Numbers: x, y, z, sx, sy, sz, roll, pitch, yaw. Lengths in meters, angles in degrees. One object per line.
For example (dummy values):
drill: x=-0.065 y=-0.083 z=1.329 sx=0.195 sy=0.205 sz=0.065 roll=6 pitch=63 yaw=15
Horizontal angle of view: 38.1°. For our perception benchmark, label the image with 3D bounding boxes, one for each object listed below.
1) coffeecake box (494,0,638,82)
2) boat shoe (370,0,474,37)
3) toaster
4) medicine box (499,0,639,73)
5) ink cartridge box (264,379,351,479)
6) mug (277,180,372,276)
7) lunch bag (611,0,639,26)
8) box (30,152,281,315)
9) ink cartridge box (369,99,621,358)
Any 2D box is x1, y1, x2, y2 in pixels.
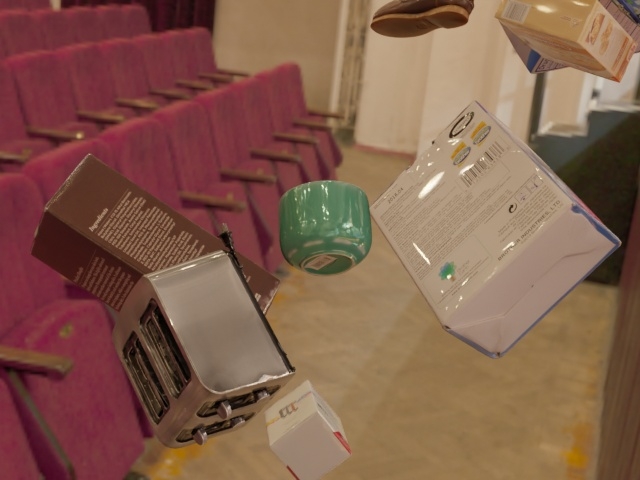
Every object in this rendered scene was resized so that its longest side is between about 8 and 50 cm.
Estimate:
coffeecake box: x=0.367 y=-0.311 z=1.378 sx=0.142 sy=0.068 sz=0.185 roll=29 pitch=8 yaw=37
boat shoe: x=0.176 y=-0.395 z=1.581 sx=0.207 sy=0.073 sz=0.073 roll=2 pitch=-15 yaw=43
toaster: x=-0.129 y=0.111 z=0.985 sx=0.110 sy=0.168 sz=0.186 roll=-17 pitch=69 yaw=-35
medicine box: x=0.508 y=-0.455 z=1.652 sx=0.289 sy=0.263 sz=0.149 roll=-14 pitch=65 yaw=-21
ink cartridge box: x=-0.030 y=0.405 z=1.963 sx=0.127 sy=0.128 sz=0.176 roll=-37 pitch=14 yaw=3
mug: x=0.008 y=-0.003 z=1.292 sx=0.129 sy=0.097 sz=0.158 roll=-7 pitch=-27 yaw=5
lunch bag: x=0.523 y=-0.432 z=1.385 sx=0.176 sy=0.219 sz=0.090 roll=43 pitch=18 yaw=-13
box: x=-0.278 y=0.045 z=1.547 sx=0.381 sy=0.191 sz=0.143 roll=33 pitch=58 yaw=-8
ink cartridge box: x=0.254 y=-0.043 z=1.511 sx=0.151 sy=0.270 sz=0.395 roll=34 pitch=17 yaw=-38
